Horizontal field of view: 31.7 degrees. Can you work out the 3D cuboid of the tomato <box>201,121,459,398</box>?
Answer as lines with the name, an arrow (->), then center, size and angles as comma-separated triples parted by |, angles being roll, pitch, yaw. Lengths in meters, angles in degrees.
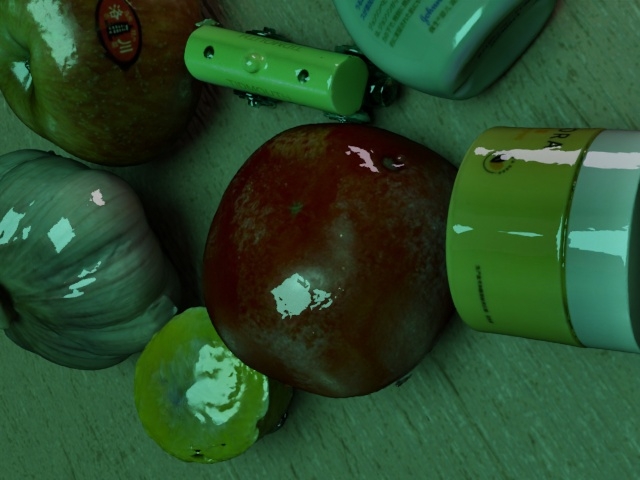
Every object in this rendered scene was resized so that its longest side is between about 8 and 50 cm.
tomato -> 0.002, -0.003, 1.237 | 0.338, 0.143, 0.338 | -7, 62, 14

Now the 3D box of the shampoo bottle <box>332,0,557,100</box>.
shampoo bottle -> 0.085, -0.326, 1.256 | 0.349, 0.151, 0.222 | 46, 106, 21

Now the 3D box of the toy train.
toy train -> -0.042, -0.201, 1.327 | 0.253, 0.157, 0.105 | 18, 98, 30

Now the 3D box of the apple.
apple -> -0.290, -0.246, 1.402 | 0.277, 0.250, 0.309 | -26, 72, 42

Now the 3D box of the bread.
bread -> -0.126, 0.176, 1.374 | 0.197, 0.170, 0.197 | 0, 89, 24

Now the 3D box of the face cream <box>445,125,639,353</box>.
face cream -> 0.249, -0.004, 1.126 | 0.179, 0.218, 0.218 | 6, 94, 31

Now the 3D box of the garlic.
garlic -> -0.323, 0.029, 1.440 | 0.322, 0.322, 0.241 | 37, 79, 24
